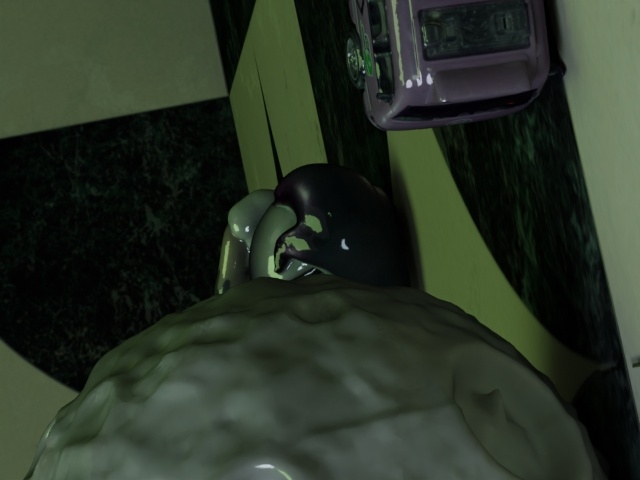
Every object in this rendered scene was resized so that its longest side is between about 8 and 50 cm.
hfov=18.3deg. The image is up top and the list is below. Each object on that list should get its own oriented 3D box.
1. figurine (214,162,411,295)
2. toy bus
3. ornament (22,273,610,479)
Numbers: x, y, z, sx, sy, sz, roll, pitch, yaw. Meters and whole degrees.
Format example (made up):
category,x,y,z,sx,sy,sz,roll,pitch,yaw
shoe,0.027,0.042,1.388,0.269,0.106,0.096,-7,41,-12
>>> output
category,x,y,z,sx,sy,sz,roll,pitch,yaw
figurine,0.000,0.000,1.641,0.222,0.145,0.145,9,111,61
toy bus,0.060,-0.157,1.008,0.108,0.096,0.198,-166,68,-78
ornament,0.006,0.176,1.049,0.337,0.337,0.337,169,90,-83
